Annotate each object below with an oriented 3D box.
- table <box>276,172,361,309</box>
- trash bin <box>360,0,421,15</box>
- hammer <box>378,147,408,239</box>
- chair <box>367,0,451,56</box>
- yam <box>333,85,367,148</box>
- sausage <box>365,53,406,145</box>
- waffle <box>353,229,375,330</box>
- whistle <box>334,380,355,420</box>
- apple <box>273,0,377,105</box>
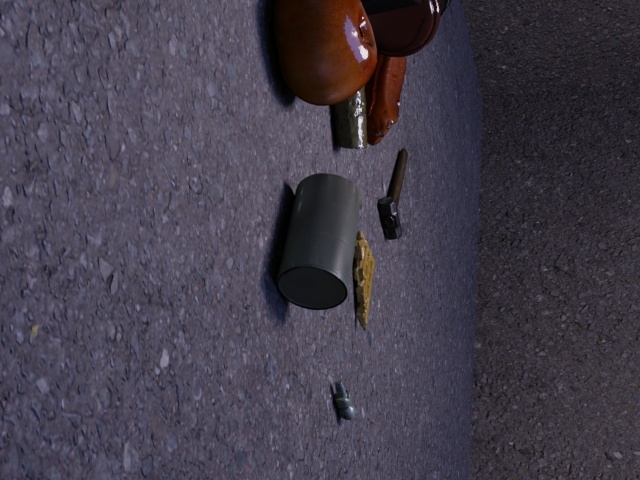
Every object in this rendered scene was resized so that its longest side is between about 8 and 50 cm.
[{"bbox_3d":[0.000,0.000,1.624,0.126,0.126,0.220,66,26,-46],"label":"table"},{"bbox_3d":[0.073,-0.510,1.825,0.165,0.225,0.115,-18,102,-72],"label":"trash bin"},{"bbox_3d":[0.209,-0.146,2.463,0.365,0.043,0.111,-72,151,-54],"label":"hammer"},{"bbox_3d":[0.200,-0.593,2.258,0.401,0.226,0.226,-61,143,-58],"label":"chair"},{"bbox_3d":[0.065,-0.284,1.990,0.078,0.078,0.179,-4,89,-72],"label":"yam"},{"bbox_3d":[0.146,-0.361,2.232,0.330,0.102,0.102,-78,156,-44],"label":"sausage"},{"bbox_3d":[0.089,0.088,2.030,0.125,0.032,0.191,69,22,-45],"label":"waffle"},{"bbox_3d":[0.047,0.324,1.838,0.035,0.035,0.100,-67,147,-56],"label":"whistle"},{"bbox_3d":[0.011,-0.370,1.680,0.210,0.173,0.235,-69,148,-55],"label":"apple"}]
